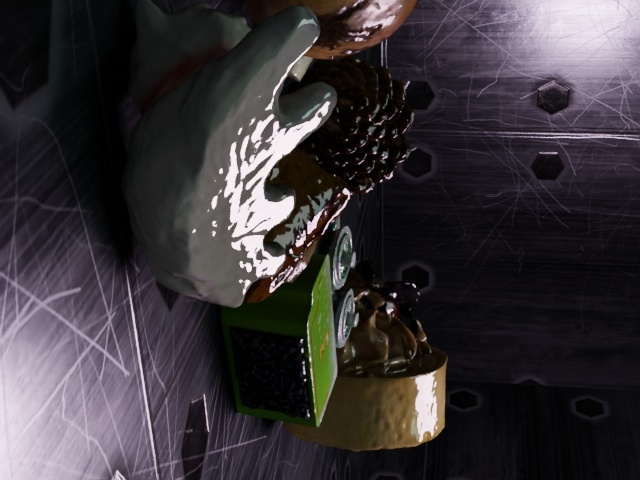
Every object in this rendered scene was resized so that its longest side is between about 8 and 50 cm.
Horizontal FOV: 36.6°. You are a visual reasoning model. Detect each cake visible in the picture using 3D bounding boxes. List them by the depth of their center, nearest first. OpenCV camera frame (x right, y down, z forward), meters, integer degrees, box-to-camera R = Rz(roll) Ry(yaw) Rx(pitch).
[{"bbox_3d":[0.081,0.197,1.805,0.332,0.332,0.321,-40,130,-79],"label":"cake"}]

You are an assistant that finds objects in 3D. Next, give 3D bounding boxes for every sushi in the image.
[{"bbox_3d":[-0.082,-0.041,1.197,0.296,0.179,0.167,-48,172,-32],"label":"sushi"}]

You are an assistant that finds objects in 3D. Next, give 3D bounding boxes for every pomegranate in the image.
[{"bbox_3d":[0.012,-0.414,1.340,0.322,0.322,0.322,2,90,-81],"label":"pomegranate"}]

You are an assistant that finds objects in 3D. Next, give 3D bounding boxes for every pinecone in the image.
[{"bbox_3d":[0.036,-0.189,1.708,0.292,0.246,0.247,125,-30,-75],"label":"pinecone"}]

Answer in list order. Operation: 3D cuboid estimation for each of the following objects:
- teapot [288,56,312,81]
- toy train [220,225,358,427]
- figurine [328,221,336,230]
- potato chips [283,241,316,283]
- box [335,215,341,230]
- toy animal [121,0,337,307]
[{"bbox_3d":[-0.029,-0.366,1.543,0.200,0.107,0.077,-59,170,2],"label":"teapot"},{"bbox_3d":[-0.047,0.111,1.463,0.249,0.173,0.307,-66,159,-46],"label":"toy train"},{"bbox_3d":[-0.028,0.030,1.711,0.102,0.111,0.195,37,51,-30],"label":"figurine"},{"bbox_3d":[-0.068,-0.029,1.325,0.202,0.150,0.049,-64,-175,-35],"label":"potato chips"},{"bbox_3d":[0.000,0.000,2.018,0.290,0.073,0.289,-73,163,-60],"label":"box"},{"bbox_3d":[-0.119,-0.088,0.992,0.266,0.188,0.308,-56,159,-11],"label":"toy animal"}]
